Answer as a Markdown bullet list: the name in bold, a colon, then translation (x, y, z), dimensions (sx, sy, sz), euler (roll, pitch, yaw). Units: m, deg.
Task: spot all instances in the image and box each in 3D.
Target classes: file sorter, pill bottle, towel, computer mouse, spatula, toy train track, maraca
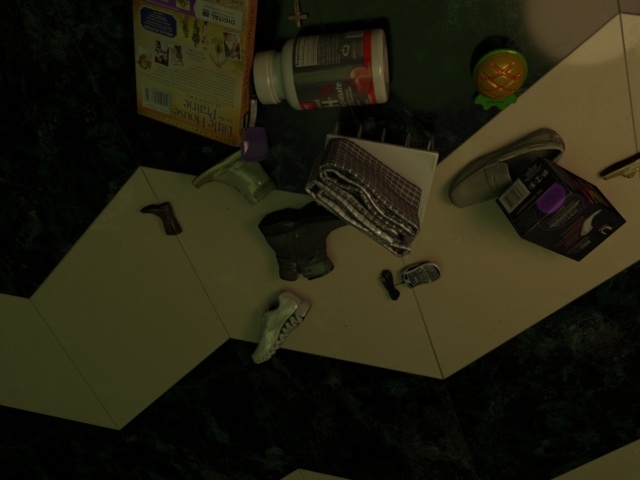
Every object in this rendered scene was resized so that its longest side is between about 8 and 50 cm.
- **file sorter**: translation (0.151, -0.190, 1.535), dimensions (0.277, 0.173, 0.193), euler (11, 120, 4)
- **pill bottle**: translation (0.004, -0.414, 1.433), dimensions (0.318, 0.176, 0.177), euler (-2, 119, 12)
- **towel**: translation (0.112, -0.111, 1.354), dimensions (0.283, 0.235, 0.121), euler (34, 112, -10)
- **computer mouse**: translation (0.280, 0.110, 1.761), dimensions (0.192, 0.042, 0.106), euler (-22, 109, 27)
- **spatula**: translation (-0.182, -0.359, 1.572), dimensions (0.084, 0.030, 0.297), euler (-10, 117, -24)
- **toy train track**: translation (-0.057, -0.575, 1.449), dimensions (0.048, 0.014, 0.083), euler (2, 114, 18)
- **maraca**: translation (0.433, -0.389, 1.417), dimensions (0.127, 0.099, 0.186), euler (4, 146, 11)

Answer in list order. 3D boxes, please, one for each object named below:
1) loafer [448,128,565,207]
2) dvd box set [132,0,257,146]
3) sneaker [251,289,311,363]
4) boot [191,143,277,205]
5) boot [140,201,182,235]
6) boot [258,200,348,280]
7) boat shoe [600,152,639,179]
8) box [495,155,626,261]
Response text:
- **loafer**: translation (0.477, -0.177, 1.516), dimensions (0.319, 0.111, 0.112), euler (-34, 108, 25)
- **dvd box set**: translation (-0.310, -0.463, 1.423), dimensions (0.307, 0.062, 0.421), euler (20, 129, 11)
- **sneaker**: translation (-0.150, 0.281, 1.910), dimensions (0.118, 0.110, 0.292), euler (36, 111, -2)
- **boot**: translation (-0.248, -0.164, 1.679), dimensions (0.213, 0.077, 0.165), euler (-28, 111, 16)
- **boot**: translation (-0.495, -0.058, 1.815), dimensions (0.106, 0.037, 0.114), euler (-7, 122, 17)
- **boot**: translation (0.000, 0.000, 1.721), dimensions (0.338, 0.118, 0.223), euler (-9, 121, 28)
- **boat shoe**: translation (0.790, -0.183, 1.490), dimensions (0.135, 0.050, 0.045), euler (-26, 106, 23)
- **box**: translation (0.606, -0.075, 1.471), dimensions (0.270, 0.143, 0.165), euler (18, 127, -35)
